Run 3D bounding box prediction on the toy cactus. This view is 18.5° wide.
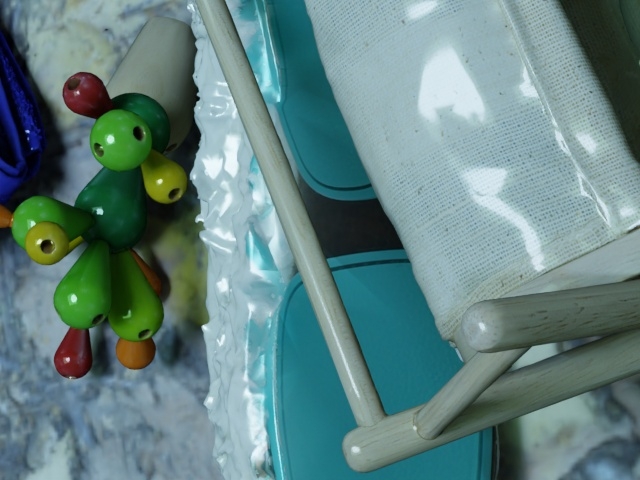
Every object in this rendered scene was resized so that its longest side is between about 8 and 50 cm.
[{"bbox_3d":[-0.111,-0.034,1.015,0.112,0.219,0.180,13,62,7],"label":"toy cactus"}]

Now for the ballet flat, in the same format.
[{"bbox_3d":[0.000,0.000,0.954,0.147,0.147,0.409,-10,80,34],"label":"ballet flat"}]

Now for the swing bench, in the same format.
[{"bbox_3d":[0.103,-0.072,0.819,0.253,0.255,0.165,69,155,17],"label":"swing bench"}]

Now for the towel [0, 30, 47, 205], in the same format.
[{"bbox_3d":[-0.296,-0.037,1.183,0.308,0.076,0.227,-40,60,27],"label":"towel"}]
